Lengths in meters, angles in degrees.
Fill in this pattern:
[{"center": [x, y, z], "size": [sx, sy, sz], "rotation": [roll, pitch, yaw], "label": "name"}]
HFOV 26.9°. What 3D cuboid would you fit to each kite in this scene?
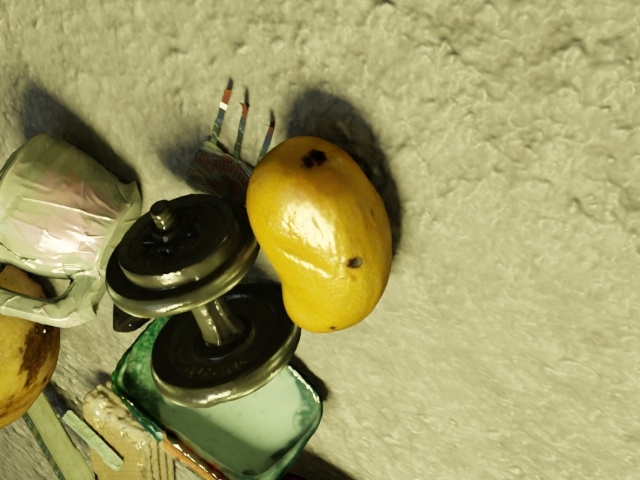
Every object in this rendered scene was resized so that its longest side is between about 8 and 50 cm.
[{"center": [-0.092, -0.085, 1.511], "size": [0.127, 0.016, 0.229], "rotation": [35, 149, 8], "label": "kite"}]

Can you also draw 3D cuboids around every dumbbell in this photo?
[{"center": [-0.135, 0.070, 1.553], "size": [0.192, 0.192, 0.290], "rotation": [13, 139, 38], "label": "dumbbell"}]

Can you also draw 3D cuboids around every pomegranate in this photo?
[{"center": [-0.543, 0.145, 1.986], "size": [0.322, 0.322, 0.322], "rotation": [27, 143, 23], "label": "pomegranate"}]

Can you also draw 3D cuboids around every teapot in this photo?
[{"center": [-0.322, -0.011, 1.649], "size": [0.178, 0.222, 0.163], "rotation": [25, 141, 6], "label": "teapot"}]

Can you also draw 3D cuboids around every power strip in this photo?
[{"center": [-0.448, 0.311, 2.204], "size": [0.286, 0.048, 0.080], "rotation": [57, 155, 9], "label": "power strip"}]

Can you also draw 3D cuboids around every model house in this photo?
[{"center": [-0.154, 0.219, 1.790], "size": [0.253, 0.184, 0.291], "rotation": [38, 160, -3], "label": "model house"}]

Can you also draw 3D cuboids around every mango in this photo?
[{"center": [0.002, -0.004, 1.416], "size": [0.157, 0.109, 0.262], "rotation": [16, 143, 20], "label": "mango"}]

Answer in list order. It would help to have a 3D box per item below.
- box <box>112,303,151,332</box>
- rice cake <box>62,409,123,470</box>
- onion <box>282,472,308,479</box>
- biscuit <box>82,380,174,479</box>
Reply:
[{"center": [-0.236, 0.046, 1.719], "size": [0.027, 0.125, 0.126], "rotation": [8, 157, -27], "label": "box"}, {"center": [-0.349, 0.307, 2.056], "size": [0.121, 0.021, 0.022], "rotation": [43, 156, 6], "label": "rice cake"}, {"center": [-0.055, 0.425, 1.854], "size": [0.207, 0.216, 0.206], "rotation": [36, 170, 7], "label": "onion"}, {"center": [-0.306, 0.390, 2.186], "size": [0.144, 0.078, 0.426], "rotation": [31, 143, 21], "label": "biscuit"}]
